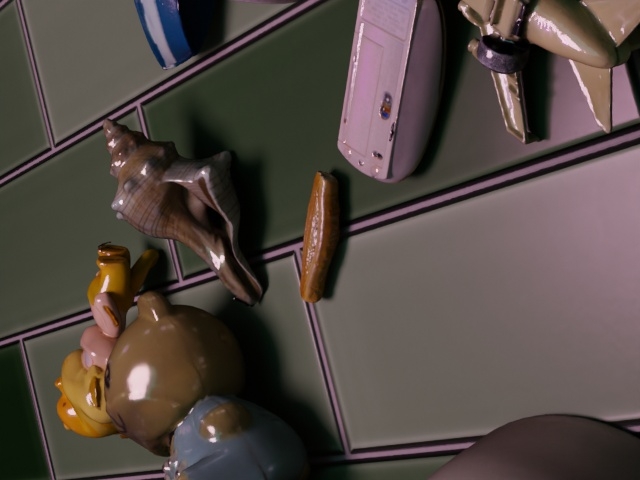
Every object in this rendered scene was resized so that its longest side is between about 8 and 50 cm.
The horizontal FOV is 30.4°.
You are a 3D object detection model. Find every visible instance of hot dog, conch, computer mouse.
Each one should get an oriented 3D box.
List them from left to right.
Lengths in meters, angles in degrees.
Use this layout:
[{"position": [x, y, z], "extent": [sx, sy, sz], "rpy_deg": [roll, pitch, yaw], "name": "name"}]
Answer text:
[{"position": [-0.139, -0.053, 1.263], "extent": [0.234, 0.114, 0.137], "rpy_deg": [26, 136, 3], "name": "conch"}, {"position": [0.001, 0.000, 1.161], "extent": [0.044, 0.028, 0.137], "rpy_deg": [-128, 43, -64], "name": "hot dog"}, {"position": [0.063, -0.148, 1.041], "extent": [0.102, 0.045, 0.199], "rpy_deg": [36, 129, 42], "name": "computer mouse"}]

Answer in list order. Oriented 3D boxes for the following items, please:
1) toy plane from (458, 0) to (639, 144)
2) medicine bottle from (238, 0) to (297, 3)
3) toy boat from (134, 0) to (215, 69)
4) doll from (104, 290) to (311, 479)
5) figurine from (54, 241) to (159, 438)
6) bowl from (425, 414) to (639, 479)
[{"position": [0.147, -0.197, 0.903], "extent": [0.256, 0.104, 0.242], "rpy_deg": [39, 141, 29], "name": "toy plane"}, {"position": [-0.062, -0.363, 1.050], "extent": [0.165, 0.165, 0.273], "rpy_deg": [32, 123, 40], "name": "medicine bottle"}, {"position": [-0.146, -0.321, 1.212], "extent": [0.062, 0.096, 0.299], "rpy_deg": [18, 114, 36], "name": "toy boat"}, {"position": [-0.130, 0.187, 1.252], "extent": [0.260, 0.162, 0.177], "rpy_deg": [52, 154, 26], "name": "doll"}, {"position": [-0.249, 0.129, 1.409], "extent": [0.156, 0.131, 0.246], "rpy_deg": [-106, 22, -66], "name": "figurine"}, {"position": [0.161, 0.329, 0.930], "extent": [0.354, 0.185, 0.353], "rpy_deg": [14, 109, 47], "name": "bowl"}]
